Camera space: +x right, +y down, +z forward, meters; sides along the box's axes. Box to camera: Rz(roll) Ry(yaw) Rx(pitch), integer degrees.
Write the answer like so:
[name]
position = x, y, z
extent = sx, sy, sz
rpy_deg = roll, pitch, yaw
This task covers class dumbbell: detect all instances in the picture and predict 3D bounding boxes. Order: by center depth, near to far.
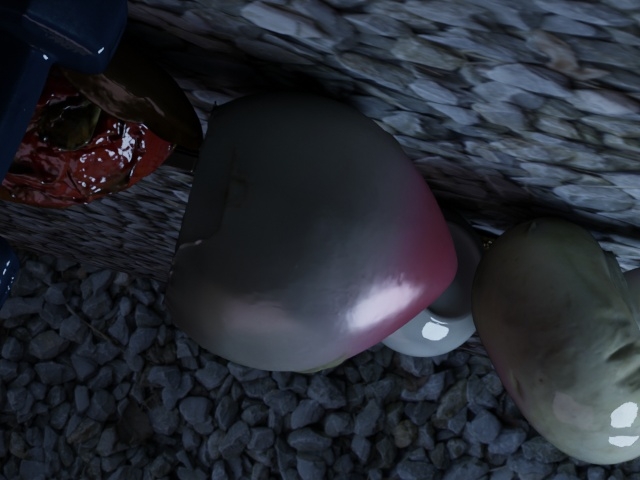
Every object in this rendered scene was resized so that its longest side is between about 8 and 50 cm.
[dumbbell]
position = -0.287, -0.096, 1.257
extent = 0.160, 0.325, 0.144
rpy_deg = 18, 170, 26

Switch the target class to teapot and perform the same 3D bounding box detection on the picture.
[teapot]
position = 0.131, 0.052, 1.880
extent = 0.298, 0.204, 0.139
rpy_deg = 14, 161, -31

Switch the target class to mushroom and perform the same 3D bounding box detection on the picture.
[mushroom]
position = 0.336, 0.134, 1.742
extent = 0.356, 0.315, 0.315
rpy_deg = 26, 176, 20

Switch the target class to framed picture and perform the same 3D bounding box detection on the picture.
[framed picture]
position = -0.220, -0.116, 1.933
extent = 0.128, 0.023, 0.168
rpy_deg = 15, -177, 1

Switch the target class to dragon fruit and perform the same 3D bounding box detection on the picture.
[dragon fruit]
position = -0.336, -0.129, 1.737
extent = 0.317, 0.152, 0.205
rpy_deg = 16, 170, -1

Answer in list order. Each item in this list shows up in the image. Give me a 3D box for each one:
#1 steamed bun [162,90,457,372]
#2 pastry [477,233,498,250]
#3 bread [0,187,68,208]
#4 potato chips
[steamed bun]
position = 0.000, 0.000, 1.501
extent = 0.309, 0.309, 0.309
rpy_deg = 15, 172, 2
[pastry]
position = 0.207, 0.012, 2.013
extent = 0.140, 0.056, 0.080
rpy_deg = 19, 178, -13
[bread]
position = -0.458, -0.108, 2.246
extent = 0.199, 0.104, 0.199
rpy_deg = 13, 172, 2
[potato chips]
position = -0.198, -0.167, 1.503
extent = 0.208, 0.062, 0.195
rpy_deg = 38, 171, -35
